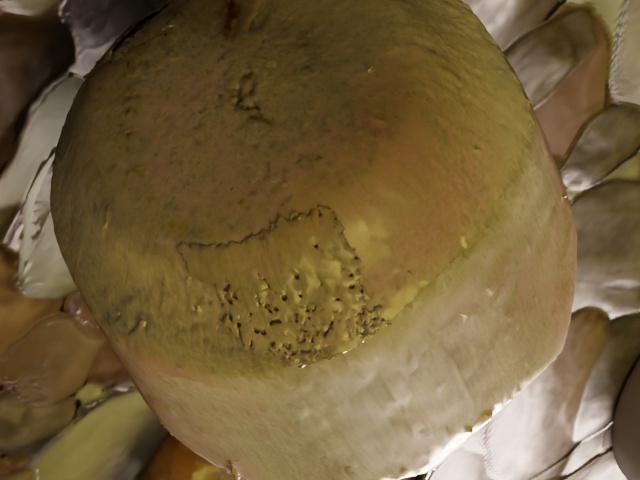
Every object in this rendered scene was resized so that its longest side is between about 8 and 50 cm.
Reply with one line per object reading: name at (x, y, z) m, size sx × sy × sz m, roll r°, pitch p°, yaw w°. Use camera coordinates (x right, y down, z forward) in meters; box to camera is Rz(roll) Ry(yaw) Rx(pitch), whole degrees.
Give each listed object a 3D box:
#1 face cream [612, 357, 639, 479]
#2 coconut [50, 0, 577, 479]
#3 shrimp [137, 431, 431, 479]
face cream at (0.258, 0.110, 0.866) m, size 0.177 × 0.153 × 0.177 m, roll -20°, pitch 136°, yaw -20°
coconut at (0.000, 0.000, 0.585) m, size 0.171 × 0.171 × 0.183 m, roll -34°, pitch 147°, yaw -5°
shrimp at (-0.023, 0.149, 0.785) m, size 0.173 × 0.058 × 0.253 m, roll -21°, pitch 134°, yaw -30°
